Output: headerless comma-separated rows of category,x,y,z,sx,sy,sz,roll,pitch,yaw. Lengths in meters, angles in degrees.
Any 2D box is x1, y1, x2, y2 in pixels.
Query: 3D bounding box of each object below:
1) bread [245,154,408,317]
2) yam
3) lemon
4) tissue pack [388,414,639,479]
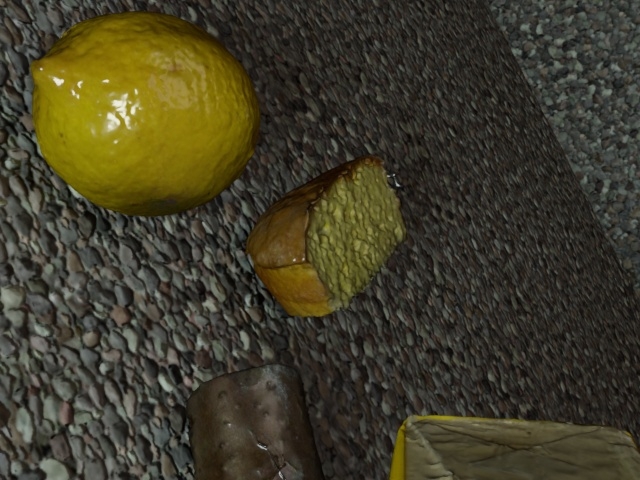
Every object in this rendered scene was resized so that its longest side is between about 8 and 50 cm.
bread,-0.005,0.000,1.144,0.260,0.134,0.129,-41,111,-55
yam,-0.043,0.255,0.872,0.131,0.131,0.279,21,48,-50
lemon,-0.157,-0.118,0.945,0.257,0.188,0.188,12,55,-48
tissue pack,0.149,0.362,0.765,0.293,0.228,0.382,-78,172,-75
